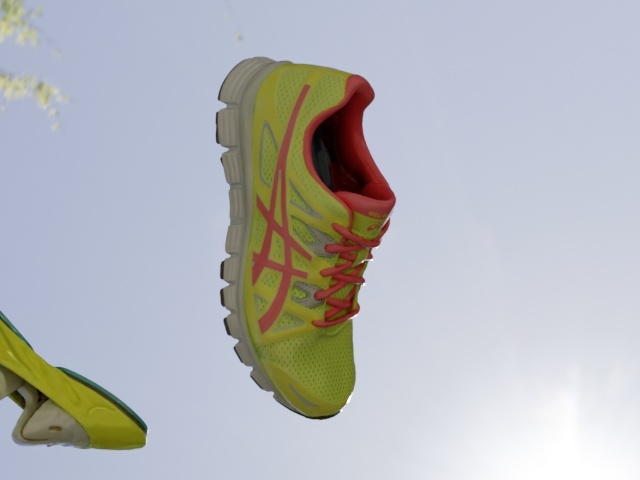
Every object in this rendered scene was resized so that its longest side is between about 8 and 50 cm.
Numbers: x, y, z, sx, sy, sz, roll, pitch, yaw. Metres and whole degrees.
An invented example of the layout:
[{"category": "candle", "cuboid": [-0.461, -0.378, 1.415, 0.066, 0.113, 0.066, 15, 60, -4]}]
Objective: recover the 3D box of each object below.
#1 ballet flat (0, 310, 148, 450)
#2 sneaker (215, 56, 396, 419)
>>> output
[{"category": "ballet flat", "cuboid": [-0.249, 0.124, 1.265, 0.231, 0.077, 0.077, 42, -125, -17]}, {"category": "sneaker", "cuboid": [0.000, 0.000, 0.843, 0.081, 0.094, 0.208, -20, -75, -53]}]
